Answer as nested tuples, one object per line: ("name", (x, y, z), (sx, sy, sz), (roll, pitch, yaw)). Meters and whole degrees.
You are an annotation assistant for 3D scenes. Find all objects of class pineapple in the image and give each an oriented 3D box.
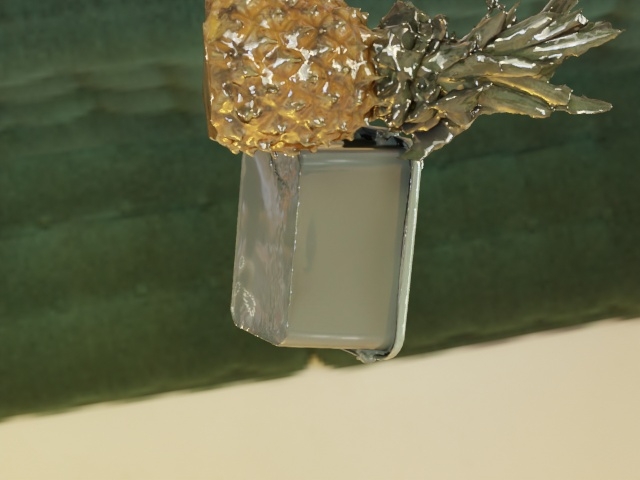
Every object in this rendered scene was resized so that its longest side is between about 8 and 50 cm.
("pineapple", (0.076, -0.146, 1.338), (0.364, 0.165, 0.165), (1, 167, -8))

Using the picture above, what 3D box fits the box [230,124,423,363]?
("box", (0.000, 0.000, 1.545), (0.135, 0.243, 0.163), (1, -170, -29))
